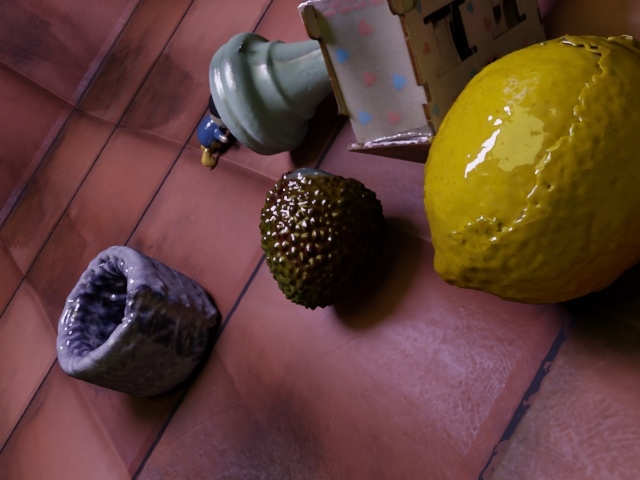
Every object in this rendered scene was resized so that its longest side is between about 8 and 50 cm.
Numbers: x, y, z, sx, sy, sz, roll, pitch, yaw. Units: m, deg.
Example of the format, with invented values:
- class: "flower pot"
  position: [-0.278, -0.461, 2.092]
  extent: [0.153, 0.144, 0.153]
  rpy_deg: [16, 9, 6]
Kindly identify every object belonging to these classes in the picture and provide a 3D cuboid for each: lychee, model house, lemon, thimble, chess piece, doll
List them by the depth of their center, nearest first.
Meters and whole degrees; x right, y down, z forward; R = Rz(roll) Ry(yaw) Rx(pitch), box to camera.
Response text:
- class: "lemon"
  position: [0.197, -0.058, 0.546]
  extent: [0.260, 0.204, 0.204]
  rpy_deg: [-51, 36, 6]
- class: "model house"
  position: [0.144, -0.199, 0.720]
  extent: [0.169, 0.244, 0.326]
  rpy_deg: [1, 31, 48]
- class: "lychee"
  position: [0.000, 0.000, 0.778]
  extent: [0.171, 0.171, 0.171]
  rpy_deg: [-29, 45, 33]
- class: "chess piece"
  position: [0.005, -0.260, 0.953]
  extent: [0.299, 0.194, 0.194]
  rpy_deg: [-19, 50, 28]
- class: "thimble"
  position: [-0.289, 0.128, 1.012]
  extent: [0.246, 0.157, 0.217]
  rpy_deg: [-7, 61, 48]
- class: "doll"
  position: [-0.178, -0.224, 1.212]
  extent: [0.102, 0.089, 0.179]
  rpy_deg: [-101, 31, -44]

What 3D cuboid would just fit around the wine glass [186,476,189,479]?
- class: "wine glass"
  position: [-0.051, 0.343, 0.557]
  extent: [0.357, 0.190, 0.190]
  rpy_deg: [6, 69, 46]
